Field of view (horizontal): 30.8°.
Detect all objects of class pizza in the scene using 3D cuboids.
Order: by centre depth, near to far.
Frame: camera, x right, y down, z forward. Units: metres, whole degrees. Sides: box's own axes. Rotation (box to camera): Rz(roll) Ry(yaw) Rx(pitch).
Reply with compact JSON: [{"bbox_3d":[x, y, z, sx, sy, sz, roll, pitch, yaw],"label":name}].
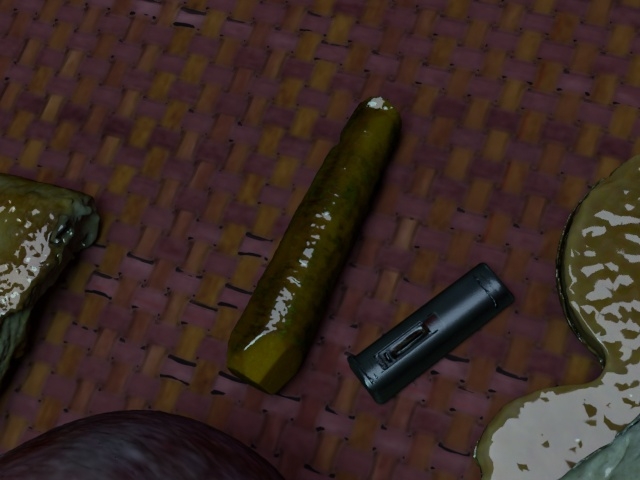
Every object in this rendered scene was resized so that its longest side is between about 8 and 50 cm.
[{"bbox_3d":[-0.207,0.032,0.649,0.182,0.062,0.161,-16,61,2],"label":"pizza"}]

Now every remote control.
[{"bbox_3d":[0.057,0.046,0.603,0.091,0.016,0.034,-37,63,-3],"label":"remote control"}]

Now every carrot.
[{"bbox_3d":[0.000,0.000,0.622,0.042,0.042,0.171,21,73,19],"label":"carrot"}]

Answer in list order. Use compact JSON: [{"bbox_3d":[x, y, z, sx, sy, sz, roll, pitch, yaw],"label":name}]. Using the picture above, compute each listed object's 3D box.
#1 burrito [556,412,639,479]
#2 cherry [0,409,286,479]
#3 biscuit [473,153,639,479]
[{"bbox_3d":[0.092,0.151,0.495,0.188,0.045,0.058,-43,42,-2],"label":"burrito"},{"bbox_3d":[-0.089,0.162,0.471,0.192,0.250,0.175,-38,58,-4],"label":"cherry"},{"bbox_3d":[0.183,0.119,0.533,0.216,0.047,0.340,-10,69,8],"label":"biscuit"}]
